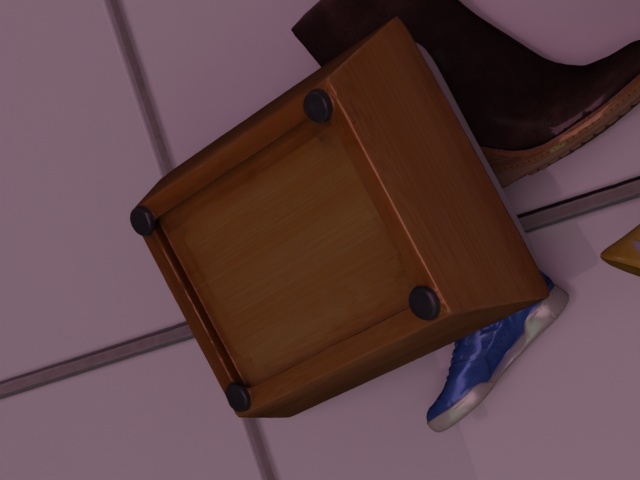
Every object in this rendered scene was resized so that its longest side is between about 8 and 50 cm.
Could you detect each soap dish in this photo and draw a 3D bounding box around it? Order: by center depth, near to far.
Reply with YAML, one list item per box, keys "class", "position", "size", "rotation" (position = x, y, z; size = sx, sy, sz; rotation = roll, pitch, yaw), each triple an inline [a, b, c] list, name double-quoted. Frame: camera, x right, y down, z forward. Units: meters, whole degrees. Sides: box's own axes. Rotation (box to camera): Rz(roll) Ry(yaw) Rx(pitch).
- class: "soap dish"
  position: [0.000, 0.000, 1.094]
  size: [0.291, 0.118, 0.229]
  rotation: [-30, 86, 41]

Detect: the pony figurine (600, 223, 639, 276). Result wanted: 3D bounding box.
- class: "pony figurine"
  position: [0.393, -0.105, 0.932]
  size: [0.351, 0.303, 0.363]
  rotation: [19, 84, 42]

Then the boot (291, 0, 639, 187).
- class: "boot"
  position: [0.118, -0.143, 1.103]
  size: [0.248, 0.090, 0.207]
  rotation: [-31, 88, 21]

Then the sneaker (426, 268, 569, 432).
- class: "sneaker"
  position: [0.116, 0.074, 1.141]
  size: [0.084, 0.058, 0.152]
  rotation: [41, 101, 4]
